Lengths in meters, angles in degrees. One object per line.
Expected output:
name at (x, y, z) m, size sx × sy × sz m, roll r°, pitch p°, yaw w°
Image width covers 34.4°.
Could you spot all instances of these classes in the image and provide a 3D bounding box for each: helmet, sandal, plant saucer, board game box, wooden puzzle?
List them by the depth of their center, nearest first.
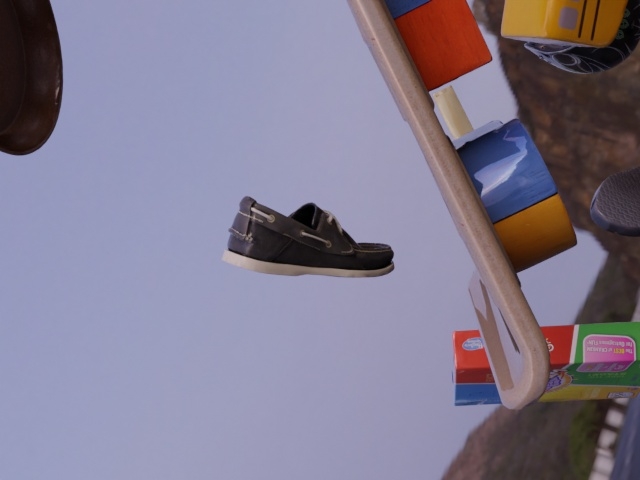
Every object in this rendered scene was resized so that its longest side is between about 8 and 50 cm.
plant saucer at (-0.218, -0.135, 0.658) m, size 0.168 × 0.029 × 0.169 m, roll -9°, pitch -90°, yaw -77°
wooden puzzle at (0.090, -0.096, 0.722) m, size 0.322 × 0.080 × 0.348 m, roll -74°, pitch -38°, yaw -78°
sandal at (0.443, -0.059, 1.401) m, size 0.254 × 0.097 × 0.055 m, roll -30°, pitch -28°, yaw -44°
helmet at (0.392, -0.323, 1.523) m, size 0.161 × 0.169 × 0.170 m, roll 3°, pitch -73°, yaw -44°
board game box at (0.376, 0.206, 1.702) m, size 0.242 × 0.316 × 0.064 m, roll 73°, pitch -166°, yaw -66°

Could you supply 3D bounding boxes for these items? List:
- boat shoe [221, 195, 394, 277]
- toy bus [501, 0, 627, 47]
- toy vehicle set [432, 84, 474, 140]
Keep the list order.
boat shoe at (0.000, 0.000, 1.121) m, size 0.233 × 0.084 × 0.079 m, roll 8°, pitch -87°, yaw -43°
toy bus at (0.313, -0.402, 1.233) m, size 0.130 × 0.108 × 0.333 m, roll 3°, pitch -80°, yaw -28°
toy vehicle set at (0.248, -0.174, 1.776) m, size 0.166 × 0.035 × 0.267 m, roll 64°, pitch -171°, yaw 1°
